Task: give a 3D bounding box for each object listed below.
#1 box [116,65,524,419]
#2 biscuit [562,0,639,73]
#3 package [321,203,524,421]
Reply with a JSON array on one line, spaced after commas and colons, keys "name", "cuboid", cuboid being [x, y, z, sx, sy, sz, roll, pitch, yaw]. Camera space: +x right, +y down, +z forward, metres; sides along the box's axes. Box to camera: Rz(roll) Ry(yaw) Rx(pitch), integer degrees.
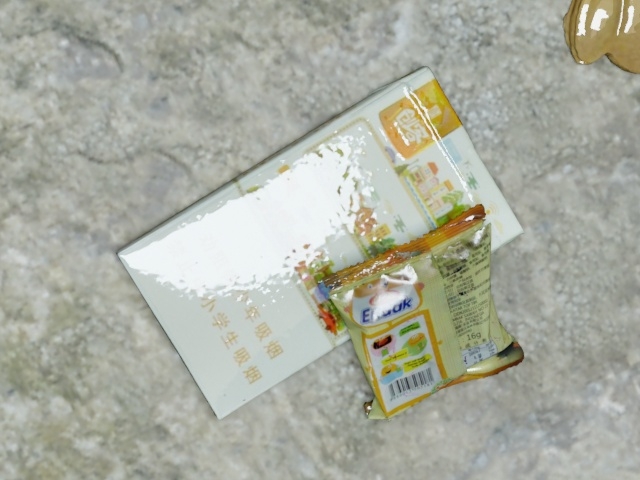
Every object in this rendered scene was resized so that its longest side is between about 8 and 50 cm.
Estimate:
[{"name": "box", "cuboid": [0.000, 0.000, 1.209, 0.220, 0.032, 0.122, -31, 97, -4]}, {"name": "biscuit", "cuboid": [0.274, -0.153, 1.240, 0.250, 0.035, 0.162, -14, 100, -9]}, {"name": "package", "cuboid": [0.064, 0.047, 1.199, 0.108, 0.031, 0.121, -25, 128, -11]}]
